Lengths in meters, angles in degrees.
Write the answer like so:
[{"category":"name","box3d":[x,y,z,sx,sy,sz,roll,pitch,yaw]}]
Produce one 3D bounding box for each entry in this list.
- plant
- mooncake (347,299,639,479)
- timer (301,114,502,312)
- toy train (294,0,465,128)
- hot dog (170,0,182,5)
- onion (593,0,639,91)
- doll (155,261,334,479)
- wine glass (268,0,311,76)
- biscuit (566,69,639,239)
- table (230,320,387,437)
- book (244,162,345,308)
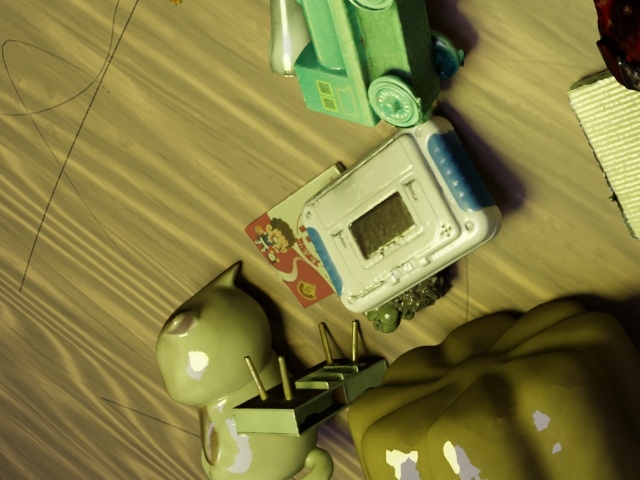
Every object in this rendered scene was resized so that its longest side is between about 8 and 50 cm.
[{"category":"plant","box3d":[0.123,0.075,1.158,0.174,0.087,0.085,-49,47,40]},{"category":"mooncake","box3d":[0.217,0.223,0.995,0.378,0.378,0.201,-15,100,40]},{"category":"timer","box3d":[0.092,-0.028,1.054,0.253,0.078,0.178,-36,74,36]},{"category":"toy train","box3d":[0.042,-0.253,0.902,0.194,0.120,0.298,21,149,31]},{"category":"hot dog","box3d":[-0.201,-0.422,1.037,0.102,0.076,0.249,8,123,26]},{"category":"onion","box3d":[0.353,-0.201,0.678,0.221,0.281,0.281,-28,104,9]},{"category":"doll","box3d":[-0.138,0.250,1.363,0.226,0.215,0.370,-22,103,44]},{"category":"wine glass","box3d":[-0.037,-0.288,1.018,0.072,0.072,0.155,14,127,27]},{"category":"biscuit","box3d":[0.362,-0.099,0.893,0.121,0.040,0.199,-17,110,38]},{"category":"table","box3d":[-0.016,0.200,1.237,0.121,0.240,0.111,-8,96,37]},{"category":"book","box3d":[0.000,0.000,1.225,0.232,0.022,0.162,-31,99,44]}]
